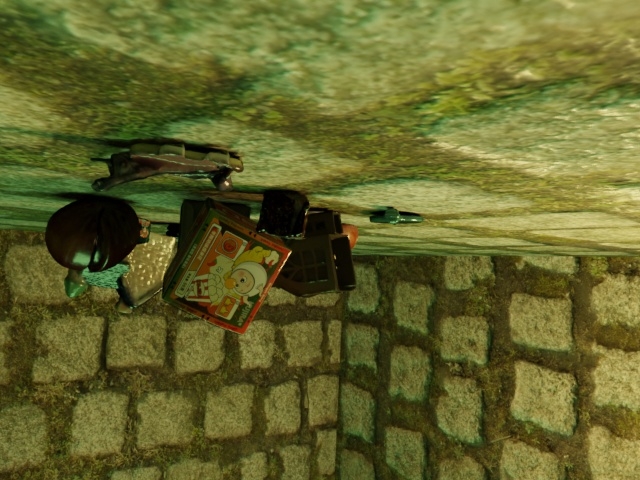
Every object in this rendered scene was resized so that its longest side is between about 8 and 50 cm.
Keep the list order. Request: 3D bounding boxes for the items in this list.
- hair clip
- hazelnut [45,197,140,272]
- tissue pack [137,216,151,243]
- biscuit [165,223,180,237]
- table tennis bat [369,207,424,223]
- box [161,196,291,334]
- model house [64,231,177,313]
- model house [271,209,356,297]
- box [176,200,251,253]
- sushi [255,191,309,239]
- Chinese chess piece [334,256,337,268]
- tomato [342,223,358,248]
[{"bbox_3d":[-0.185,-0.091,0.659,0.187,0.056,0.146,-5,179,-25],"label":"hair clip"},{"bbox_3d":[-0.506,-0.022,1.195,0.204,0.178,0.178,-1,180,-44],"label":"hazelnut"},{"bbox_3d":[-0.584,-0.032,1.531,0.103,0.090,0.170,-2,176,24],"label":"tissue pack"},{"bbox_3d":[-0.439,-0.026,1.844,0.194,0.053,0.194,4,176,0],"label":"biscuit"},{"bbox_3d":[0.166,-0.048,1.179,0.124,0.033,0.201,0,179,12],"label":"table tennis bat"},{"bbox_3d":[-0.186,0.048,1.041,0.177,0.195,0.148,29,-174,-20],"label":"box"},{"bbox_3d":[-0.659,0.084,1.720,0.298,0.284,0.243,16,166,-30],"label":"model house"},{"bbox_3d":[-0.065,0.038,1.228,0.243,0.204,0.211,-9,176,16],"label":"model house"},{"bbox_3d":[-0.248,0.034,1.204,0.149,0.231,0.155,4,176,-17],"label":"box"},{"bbox_3d":[-0.066,-0.045,0.961,0.094,0.084,0.098,9,175,3],"label":"sushi"},{"bbox_3d":[-0.092,0.035,1.855,0.338,0.140,0.338,3,177,0],"label":"Chinese chess piece"},{"bbox_3d":[0.000,0.000,1.585,0.237,0.095,0.237,2,177,0],"label":"tomato"}]
